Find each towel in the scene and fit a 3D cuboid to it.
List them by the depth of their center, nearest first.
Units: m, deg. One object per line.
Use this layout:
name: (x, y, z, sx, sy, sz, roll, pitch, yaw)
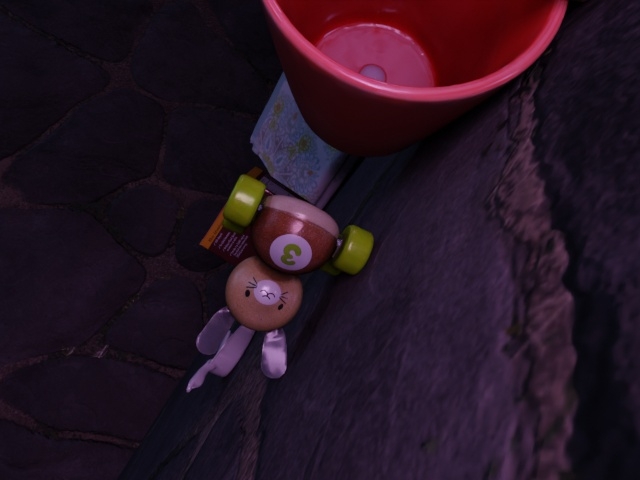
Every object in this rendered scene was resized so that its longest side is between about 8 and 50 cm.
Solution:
towel: (-0.017, -0.279, 1.126, 0.090, 0.320, 0.374, -2, -42, -44)

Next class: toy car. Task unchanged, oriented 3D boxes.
toy car: (-0.057, 0.050, 0.506, 0.188, 0.155, 0.149, -67, 10, -10)

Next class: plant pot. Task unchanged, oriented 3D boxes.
plant pot: (0.070, -0.222, 0.490, 0.274, 0.275, 0.243, -57, -3, -9)

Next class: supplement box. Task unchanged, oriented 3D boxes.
supplement box: (-0.128, -0.029, 1.034, 0.191, 0.194, 0.129, -54, 8, 16)

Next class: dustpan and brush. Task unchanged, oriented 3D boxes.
dustpan and brush: (-0.190, 0.224, 0.869, 0.147, 0.060, 0.211, -52, 9, 25)

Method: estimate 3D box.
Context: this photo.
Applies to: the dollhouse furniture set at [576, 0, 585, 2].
dollhouse furniture set: (0.228, -0.278, 0.301, 0.129, 0.129, 0.183, -141, 60, -81)
